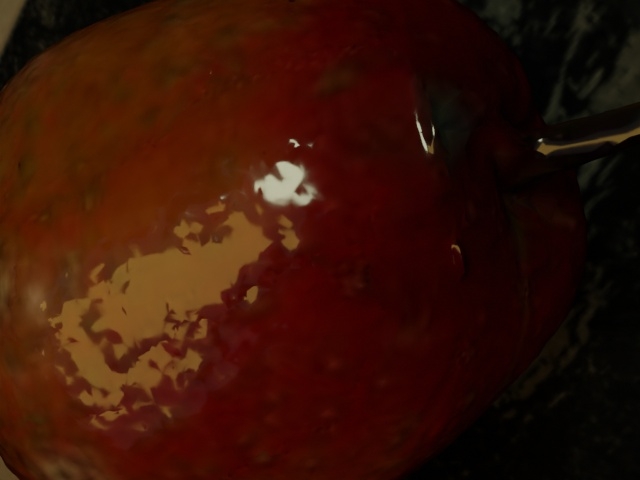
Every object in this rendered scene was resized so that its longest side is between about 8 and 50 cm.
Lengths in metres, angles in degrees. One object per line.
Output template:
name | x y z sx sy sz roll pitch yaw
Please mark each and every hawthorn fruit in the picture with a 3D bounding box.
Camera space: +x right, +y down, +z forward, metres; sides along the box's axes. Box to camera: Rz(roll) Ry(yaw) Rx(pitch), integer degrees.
hawthorn fruit | 0.000 0.000 0.588 0.369 0.285 0.285 -16 102 31
